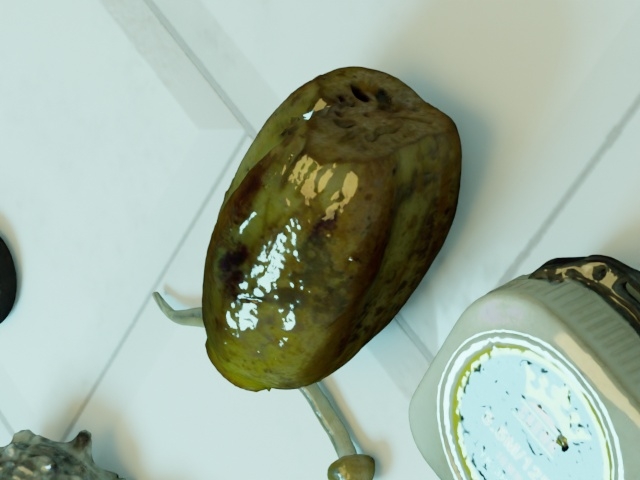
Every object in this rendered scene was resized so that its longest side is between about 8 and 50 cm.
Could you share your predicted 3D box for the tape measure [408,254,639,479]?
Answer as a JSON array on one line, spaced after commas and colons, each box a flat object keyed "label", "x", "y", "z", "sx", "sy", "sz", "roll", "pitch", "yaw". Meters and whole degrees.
[{"label": "tape measure", "x": 0.213, "y": 0.148, "z": 1.423, "sx": 0.271, "sy": 0.133, "sz": 0.231, "roll": 51, "pitch": 136, "yaw": 23}]

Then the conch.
[{"label": "conch", "x": -0.254, "y": 0.304, "z": 1.896, "sx": 0.313, "sy": 0.186, "sz": 0.241, "roll": 30, "pitch": 102, "yaw": 52}]

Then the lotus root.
[{"label": "lotus root", "x": -0.008, "y": -0.005, "z": 1.576, "sx": 0.193, "sy": 0.193, "sz": 0.291, "roll": 47, "pitch": 130, "yaw": 28}]

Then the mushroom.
[{"label": "mushroom", "x": -0.053, "y": 0.113, "z": 1.741, "sx": 0.306, "sy": 0.043, "sz": 0.068, "roll": 43, "pitch": 100, "yaw": 32}]

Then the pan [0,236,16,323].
[{"label": "pan", "x": -0.375, "y": -0.008, "z": 2.025, "sx": 0.115, "sy": 0.040, "sz": 0.212, "roll": -28, "pitch": 85, "yaw": 44}]
